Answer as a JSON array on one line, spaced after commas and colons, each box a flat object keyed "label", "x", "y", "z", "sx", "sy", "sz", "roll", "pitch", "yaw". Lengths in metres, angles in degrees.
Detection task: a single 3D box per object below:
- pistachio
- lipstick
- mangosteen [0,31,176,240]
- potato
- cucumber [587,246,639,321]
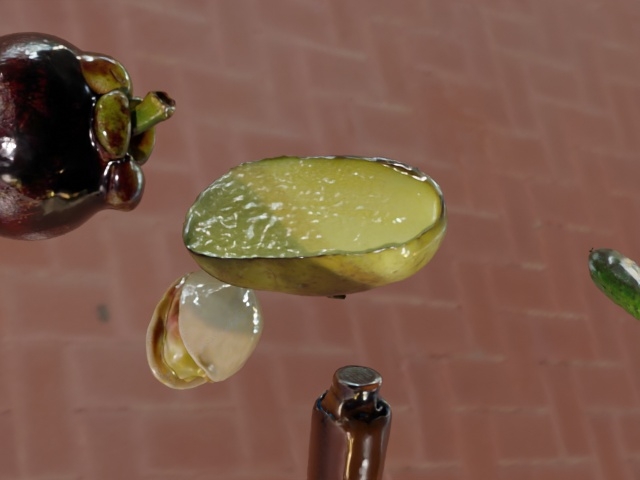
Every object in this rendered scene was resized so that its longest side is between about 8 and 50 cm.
[{"label": "pistachio", "x": -0.151, "y": 0.113, "z": 1.853, "sx": 0.144, "sy": 0.144, "sz": 0.215, "roll": 56, "pitch": 24, "yaw": -7}, {"label": "lipstick", "x": 0.009, "y": 0.305, "z": 1.267, "sx": 0.077, "sy": 0.077, "sz": 0.418, "roll": -20, "pitch": 123, "yaw": -48}, {"label": "mangosteen", "x": -0.382, "y": -0.129, "z": 1.983, "sx": 0.313, "sy": 0.297, "sz": 0.297, "roll": 33, "pitch": 45, "yaw": 2}, {"label": "potato", "x": 0.000, "y": 0.000, "z": 1.501, "sx": 0.160, "sy": 0.271, "sz": 0.111, "roll": -84, "pitch": 167, "yaw": -48}, {"label": "cucumber", "x": 0.263, "y": 0.041, "z": 1.206, "sx": 0.039, "sy": 0.039, "sz": 0.168, "roll": 28, "pitch": 10, "yaw": -33}]
